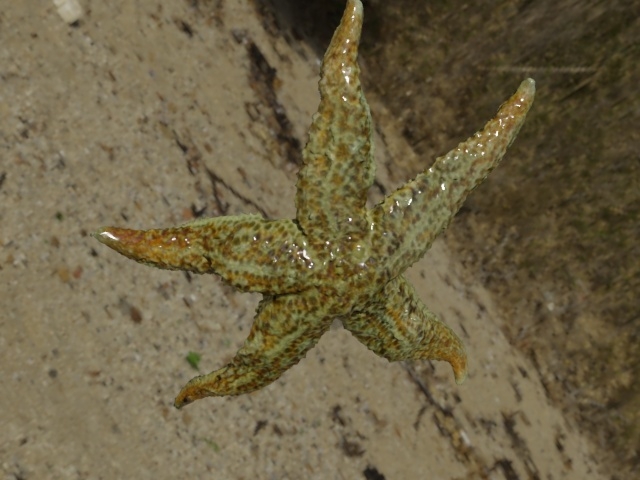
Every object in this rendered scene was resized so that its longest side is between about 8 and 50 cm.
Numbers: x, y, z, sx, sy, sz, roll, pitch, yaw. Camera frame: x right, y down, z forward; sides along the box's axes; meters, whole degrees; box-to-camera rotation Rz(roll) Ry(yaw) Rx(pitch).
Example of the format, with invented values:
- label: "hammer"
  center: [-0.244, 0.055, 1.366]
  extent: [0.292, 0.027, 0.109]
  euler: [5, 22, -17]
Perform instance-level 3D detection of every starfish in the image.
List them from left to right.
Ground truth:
- label: "starfish"
  center: [0.000, 0.000, 0.708]
  extent: [0.078, 0.347, 0.357]
  euler: [-102, -174, -58]
